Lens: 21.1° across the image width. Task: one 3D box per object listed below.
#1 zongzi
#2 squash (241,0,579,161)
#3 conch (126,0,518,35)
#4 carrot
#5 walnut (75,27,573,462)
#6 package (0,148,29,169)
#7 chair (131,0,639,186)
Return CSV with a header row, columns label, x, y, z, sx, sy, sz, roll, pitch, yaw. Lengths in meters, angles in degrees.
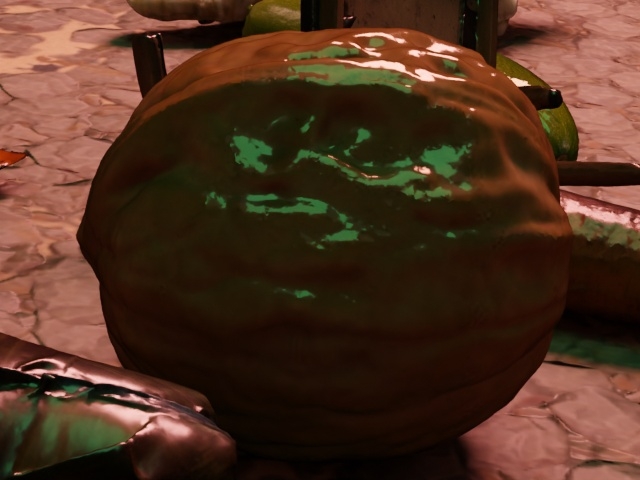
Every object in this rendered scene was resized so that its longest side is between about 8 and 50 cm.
label,x,y,z,sx,sy,sz,roll,pitch,yaw
zongzi,-0.146,0.115,0.557,0.220,0.112,0.242,8,32,3
squash,0.058,-0.098,1.097,0.082,0.082,0.292,-14,30,-37
conch,0.039,-0.241,1.321,0.386,0.170,0.203,1,-1,-14
carrot,0.229,0.032,0.881,0.314,0.066,0.066,14,25,11
walnut,0.000,0.000,0.746,0.213,0.213,0.213,5,24,-2
package,-0.227,-0.051,0.990,0.110,0.033,0.077,14,35,28
chair,0.050,-0.117,0.929,0.272,0.166,0.188,-5,-14,36
